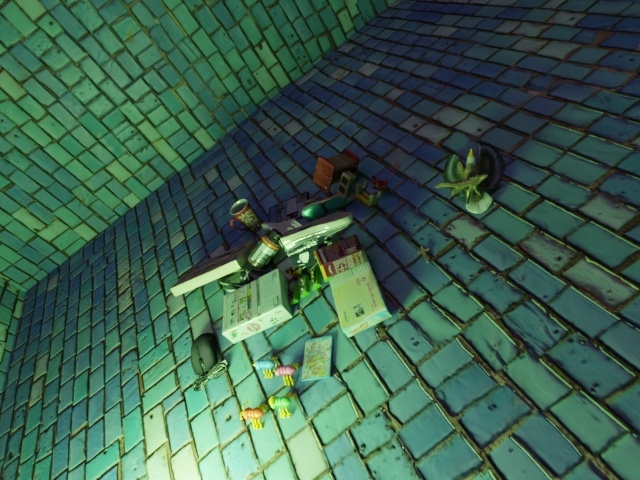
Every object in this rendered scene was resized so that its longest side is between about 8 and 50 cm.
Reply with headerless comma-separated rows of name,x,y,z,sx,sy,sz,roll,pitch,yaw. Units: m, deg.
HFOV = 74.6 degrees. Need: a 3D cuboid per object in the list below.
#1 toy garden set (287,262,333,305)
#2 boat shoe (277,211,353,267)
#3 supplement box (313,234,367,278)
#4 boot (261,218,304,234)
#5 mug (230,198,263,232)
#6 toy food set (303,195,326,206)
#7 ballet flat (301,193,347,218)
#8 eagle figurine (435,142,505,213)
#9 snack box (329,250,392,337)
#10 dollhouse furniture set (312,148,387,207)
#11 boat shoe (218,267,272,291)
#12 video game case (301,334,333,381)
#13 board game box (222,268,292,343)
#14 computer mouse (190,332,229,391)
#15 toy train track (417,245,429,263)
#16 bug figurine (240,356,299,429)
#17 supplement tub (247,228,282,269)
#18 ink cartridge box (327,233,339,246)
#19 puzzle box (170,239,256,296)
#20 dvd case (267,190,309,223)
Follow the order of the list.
toy garden set,-0.056,0.141,1.830,0.244,0.049,0.204,-37,32,24
boat shoe,0.000,0.000,1.764,0.340,0.158,0.127,-18,17,21
supplement box,0.080,0.065,1.696,0.188,0.081,0.104,-22,39,-2
boot,-0.183,-0.062,2.146,0.258,0.095,0.123,26,63,38
mug,-0.412,-0.120,2.297,0.150,0.169,0.113,-35,40,4
toy food set,-0.030,-0.201,2.188,0.122,0.019,0.078,-13,44,9
ballet flat,0.024,-0.173,2.108,0.248,0.086,0.086,-18,44,21
eagle figurine,0.615,-0.271,1.704,0.226,0.225,0.298,29,30,8
snack box,0.145,0.203,1.657,0.187,0.060,0.322,-29,40,13
dollhouse furniture set,0.161,-0.277,2.026,0.201,0.152,0.374,-24,53,-38
boat shoe,-0.365,0.186,2.028,0.302,0.091,0.114,-15,45,25
video game case,-0.009,0.442,1.579,0.119,0.015,0.166,-17,44,24
board game box,-0.284,0.290,1.867,0.303,0.097,0.224,-26,40,12
computer mouse,-0.509,0.503,1.847,0.188,0.072,0.272,-36,40,4
toy train track,0.408,0.057,1.642,0.048,0.014,0.083,-19,48,11
bug figurine,-0.188,0.547,1.567,0.216,0.072,0.279,-14,44,25
supplement tub,-0.262,0.038,2.044,0.198,0.106,0.106,-52,38,12
ink cartridge box,-0.037,0.008,1.908,0.212,0.093,0.154,-21,7,17
puzzle box,-0.542,0.138,2.152,0.408,0.052,0.272,-23,17,17
dvd case,-0.174,-0.159,2.273,0.253,0.022,0.180,-22,41,19
